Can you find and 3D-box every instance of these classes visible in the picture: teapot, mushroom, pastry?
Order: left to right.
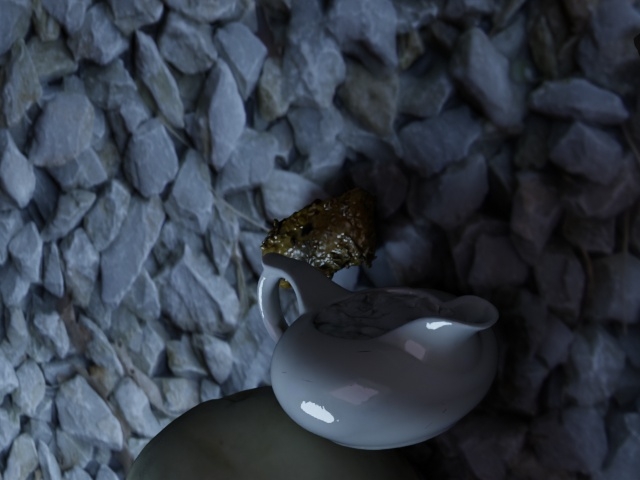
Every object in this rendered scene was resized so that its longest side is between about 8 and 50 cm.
[{"bbox_3d":[-0.068,0.315,1.386,0.315,0.315,0.356,49,112,20],"label":"mushroom"},{"bbox_3d":[0.000,0.000,1.421,0.140,0.056,0.080,-15,83,38],"label":"pastry"},{"bbox_3d":[0.047,0.096,1.305,0.298,0.204,0.139,8,117,43],"label":"teapot"}]

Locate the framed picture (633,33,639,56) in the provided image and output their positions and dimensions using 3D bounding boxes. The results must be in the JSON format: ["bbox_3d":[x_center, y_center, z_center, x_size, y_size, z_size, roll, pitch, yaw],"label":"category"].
[{"bbox_3d":[0.328,-0.116,1.132,0.128,0.023,0.168,-34,67,39],"label":"framed picture"}]
